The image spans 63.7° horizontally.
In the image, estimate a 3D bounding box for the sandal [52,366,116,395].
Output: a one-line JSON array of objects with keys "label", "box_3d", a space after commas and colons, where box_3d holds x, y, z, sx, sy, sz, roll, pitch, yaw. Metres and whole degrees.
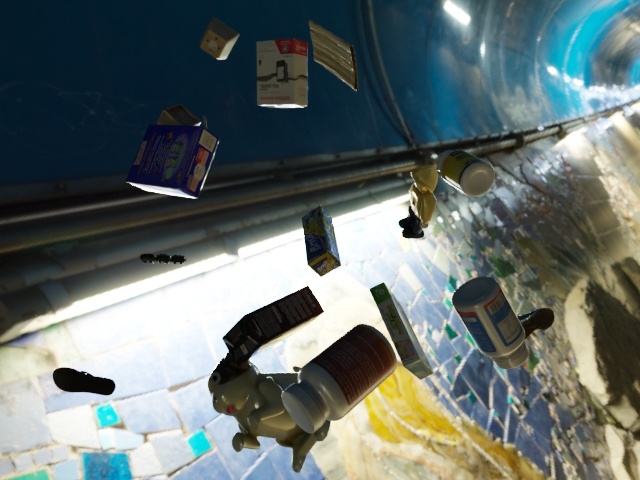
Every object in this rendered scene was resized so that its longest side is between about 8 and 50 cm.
[{"label": "sandal", "box_3d": [-0.697, 0.418, 1.520, 0.067, 0.179, 0.040, -72, 18, -4]}]

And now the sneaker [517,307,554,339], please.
[{"label": "sneaker", "box_3d": [0.575, 0.231, 1.461, 0.192, 0.064, 0.086, -14, 6, -36]}]

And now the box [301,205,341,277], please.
[{"label": "box", "box_3d": [0.000, 0.000, 1.158, 0.059, 0.054, 0.169, -32, 37, 18]}]

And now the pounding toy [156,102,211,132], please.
[{"label": "pounding toy", "box_3d": [-0.583, -0.501, 2.284, 0.094, 0.206, 0.181, -47, 3, 35]}]

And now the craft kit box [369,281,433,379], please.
[{"label": "craft kit box", "box_3d": [0.241, 0.271, 1.518, 0.061, 0.246, 0.250, -30, -29, 7]}]

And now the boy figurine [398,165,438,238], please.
[{"label": "boy figurine", "box_3d": [0.324, -0.122, 1.687, 0.092, 0.177, 0.285, -6, -37, -5]}]

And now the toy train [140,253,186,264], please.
[{"label": "toy train", "box_3d": [-0.499, 0.058, 1.636, 0.158, 0.036, 0.027, 6, -72, -47]}]

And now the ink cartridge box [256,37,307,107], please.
[{"label": "ink cartridge box", "box_3d": [-0.092, -0.396, 1.230, 0.109, 0.150, 0.063, 7, 13, 28]}]

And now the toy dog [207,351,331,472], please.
[{"label": "toy dog", "box_3d": [-0.186, 0.531, 1.767, 0.395, 0.408, 0.284, -77, 15, -49]}]

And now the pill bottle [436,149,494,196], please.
[{"label": "pill bottle", "box_3d": [0.407, -0.200, 1.476, 0.103, 0.103, 0.184, -35, 30, 1]}]

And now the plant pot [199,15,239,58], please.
[{"label": "plant pot", "box_3d": [-0.365, -0.702, 1.810, 0.109, 0.109, 0.096, -50, 18, 30]}]

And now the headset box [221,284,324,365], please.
[{"label": "headset box", "box_3d": [-0.143, 0.269, 1.678, 0.293, 0.110, 0.218, -22, -15, -38]}]

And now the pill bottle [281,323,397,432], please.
[{"label": "pill bottle", "box_3d": [0.036, 0.263, 0.987, 0.216, 0.121, 0.121, -31, -10, -32]}]

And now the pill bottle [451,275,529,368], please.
[{"label": "pill bottle", "box_3d": [0.426, 0.208, 1.274, 0.124, 0.221, 0.124, -29, 19, 11]}]

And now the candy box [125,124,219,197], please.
[{"label": "candy box", "box_3d": [-0.592, -0.321, 2.060, 0.122, 0.317, 0.268, 35, -111, -56]}]

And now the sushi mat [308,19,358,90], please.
[{"label": "sushi mat", "box_3d": [0.039, -0.604, 1.670, 0.019, 0.316, 0.151, -22, -48, -13]}]
